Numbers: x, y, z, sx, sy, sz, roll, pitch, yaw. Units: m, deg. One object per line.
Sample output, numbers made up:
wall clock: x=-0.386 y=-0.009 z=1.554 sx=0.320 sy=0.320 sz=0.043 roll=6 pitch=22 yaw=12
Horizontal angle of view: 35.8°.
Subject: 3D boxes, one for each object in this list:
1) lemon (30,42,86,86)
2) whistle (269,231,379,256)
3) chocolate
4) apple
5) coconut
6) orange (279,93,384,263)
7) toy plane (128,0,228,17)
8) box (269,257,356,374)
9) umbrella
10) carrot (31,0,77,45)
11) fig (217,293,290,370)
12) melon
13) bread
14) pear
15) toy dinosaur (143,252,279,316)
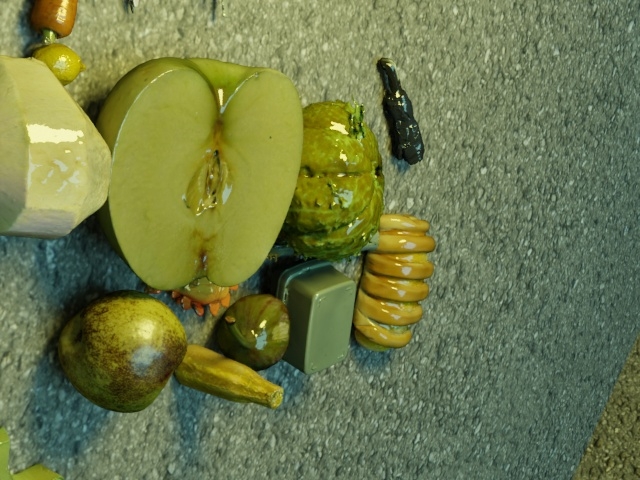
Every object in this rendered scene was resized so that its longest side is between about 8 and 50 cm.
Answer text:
lemon: x=-0.384 y=-0.257 z=1.449 sx=0.092 sy=0.065 sz=0.065 roll=-9 pitch=109 yaw=-47
whistle: x=0.000 y=-0.001 z=1.982 sx=0.326 sy=0.068 sz=0.057 roll=-4 pitch=103 yaw=-49
chocolate: x=-0.160 y=0.249 z=1.760 sx=0.085 sy=0.219 sz=0.086 roll=-22 pitch=119 yaw=-47
apple: x=-0.195 y=-0.101 z=1.557 sx=0.312 sy=0.319 sz=0.361 roll=-88 pitch=-172 yaw=-73
coconut: x=-0.414 y=-0.118 z=1.334 sx=0.259 sy=0.259 sz=0.259 roll=-19 pitch=117 yaw=-45
orange: x=0.003 y=-0.110 z=1.821 sx=0.301 sy=0.223 sz=0.300 roll=18 pitch=74 yaw=-74
toy plane: x=-0.181 y=-0.453 z=1.591 sx=0.273 sy=0.107 sz=0.182 roll=-9 pitch=104 yaw=-43
box: x=-0.019 y=0.145 z=1.934 sx=0.148 sy=0.129 sz=0.210 roll=-18 pitch=125 yaw=-40
umbrella: x=0.169 y=-0.268 z=2.086 sx=0.071 sy=0.070 sz=0.248 roll=-41 pitch=132 yaw=-33
carrot: x=-0.373 y=-0.404 z=1.430 sx=0.061 sy=0.061 sz=0.257 roll=11 pitch=85 yaw=-50
fig: x=-0.128 y=0.166 z=1.780 sx=0.245 sy=0.149 sz=0.149 roll=20 pitch=87 yaw=-81
melon: x=-0.483 y=0.373 z=1.550 sx=0.118 sy=0.064 sz=0.210 roll=-46 pitch=131 yaw=-28
bread: x=0.169 y=0.097 z=2.170 sx=0.172 sy=0.121 sz=0.311 roll=0 pitch=103 yaw=-50
pear: x=-0.318 y=0.169 z=1.580 sx=0.197 sy=0.197 sz=0.197 roll=-19 pitch=117 yaw=-45
toy dinosaur: x=-0.196 y=0.080 z=1.783 sx=0.288 sy=0.070 sz=0.117 roll=-10 pitch=121 yaw=-43
